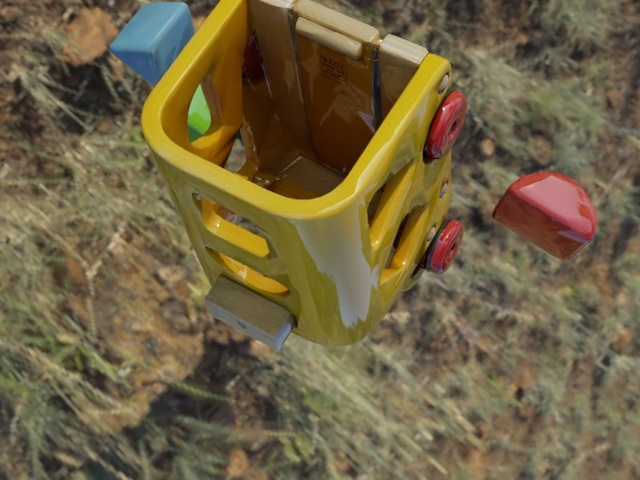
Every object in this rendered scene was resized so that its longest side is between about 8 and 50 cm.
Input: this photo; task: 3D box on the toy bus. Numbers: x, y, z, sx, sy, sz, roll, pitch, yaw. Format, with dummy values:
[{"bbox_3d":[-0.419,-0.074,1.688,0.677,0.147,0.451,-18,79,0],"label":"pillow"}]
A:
[{"bbox_3d":[-0.006,-0.008,0.449,0.202,0.191,0.104,43,67,-22],"label":"toy bus"}]
